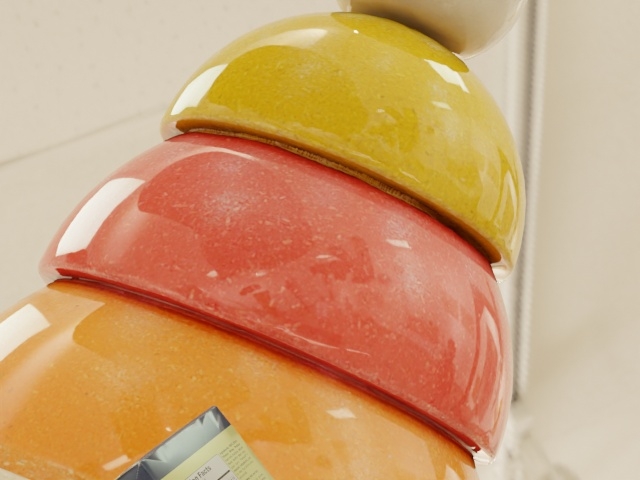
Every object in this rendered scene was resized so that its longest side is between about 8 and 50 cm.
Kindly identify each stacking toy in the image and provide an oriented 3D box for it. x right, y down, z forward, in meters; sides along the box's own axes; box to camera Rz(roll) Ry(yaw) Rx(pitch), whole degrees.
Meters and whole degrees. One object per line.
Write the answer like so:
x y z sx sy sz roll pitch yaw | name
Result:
0.000 0.000 0.840 0.350 0.350 0.480 46 -117 -56 | stacking toy

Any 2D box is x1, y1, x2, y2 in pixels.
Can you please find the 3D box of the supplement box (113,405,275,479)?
-0.047 0.115 0.492 0.083 0.083 0.056 -40 -4 24 | supplement box
